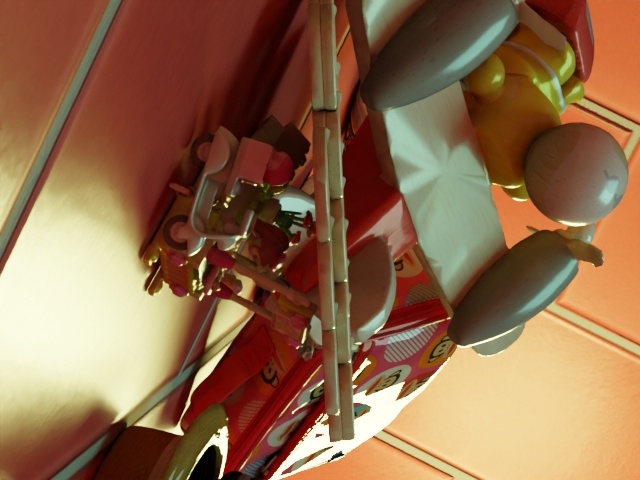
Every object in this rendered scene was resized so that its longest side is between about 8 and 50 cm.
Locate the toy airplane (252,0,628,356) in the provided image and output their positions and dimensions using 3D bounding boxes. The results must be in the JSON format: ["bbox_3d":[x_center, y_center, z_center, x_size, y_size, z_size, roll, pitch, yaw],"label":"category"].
[{"bbox_3d":[0.119,-0.062,1.423,0.386,0.272,0.384,-9,112,-59],"label":"toy airplane"}]

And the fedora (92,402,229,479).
[{"bbox_3d":[-0.137,0.205,1.318,0.194,0.079,0.194,21,90,-80],"label":"fedora"}]

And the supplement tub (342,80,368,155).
[{"bbox_3d":[0.086,-0.117,1.838,0.117,0.117,0.190,-62,175,-22],"label":"supplement tub"}]

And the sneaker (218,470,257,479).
[{"bbox_3d":[-0.077,0.251,1.277,0.098,0.083,0.224,-65,171,10],"label":"sneaker"}]

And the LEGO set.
[{"bbox_3d":[-0.033,-0.002,1.104,0.132,0.107,0.287,-64,176,7],"label":"LEGO set"}]

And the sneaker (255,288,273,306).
[{"bbox_3d":[-0.034,0.056,1.810,0.071,0.068,0.170,-55,174,-25],"label":"sneaker"}]

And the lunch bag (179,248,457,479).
[{"bbox_3d":[-0.010,0.127,1.660,0.258,0.120,0.293,-13,151,-39],"label":"lunch bag"}]

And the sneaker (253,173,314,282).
[{"bbox_3d":[0.000,0.001,1.714,0.152,0.085,0.058,-61,175,-36],"label":"sneaker"}]

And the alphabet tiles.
[{"bbox_3d":[0.008,-0.020,1.100,0.278,0.021,0.284,-91,178,-69],"label":"alphabet tiles"}]
